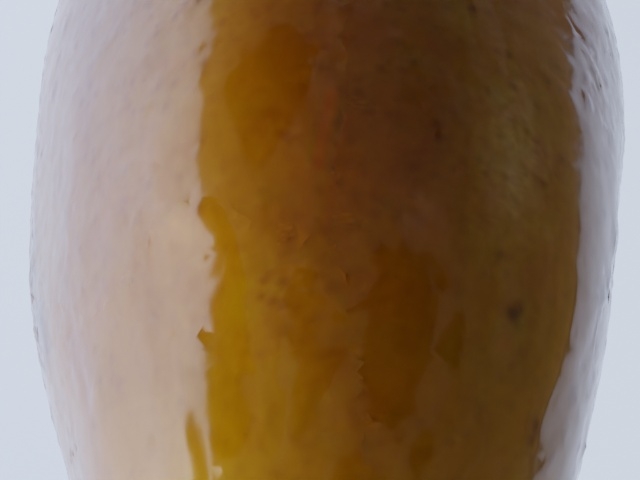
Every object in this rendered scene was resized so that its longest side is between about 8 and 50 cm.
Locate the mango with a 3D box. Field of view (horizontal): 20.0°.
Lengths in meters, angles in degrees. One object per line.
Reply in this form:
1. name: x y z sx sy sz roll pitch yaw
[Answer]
1. mango: 0.000 0.000 0.401 0.126 0.154 0.252 22 -133 -23
